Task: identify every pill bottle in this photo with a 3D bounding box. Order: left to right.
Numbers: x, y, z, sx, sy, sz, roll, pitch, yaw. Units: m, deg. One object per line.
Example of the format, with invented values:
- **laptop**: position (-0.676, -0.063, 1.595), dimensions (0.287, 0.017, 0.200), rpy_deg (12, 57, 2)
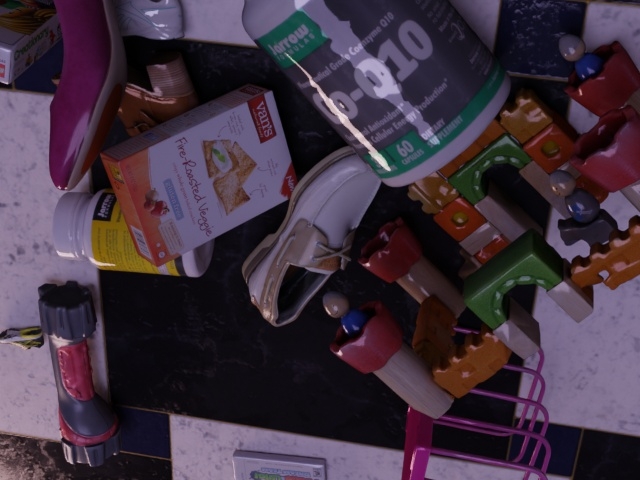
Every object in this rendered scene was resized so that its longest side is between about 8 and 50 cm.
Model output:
- **pill bottle**: position (-0.264, -0.013, 1.503), dimensions (0.208, 0.119, 0.119), rpy_deg (4, 121, 10)
- **pill bottle**: position (0.039, -0.255, 1.241), dimensions (0.204, 0.204, 0.361), rpy_deg (-36, 107, 28)

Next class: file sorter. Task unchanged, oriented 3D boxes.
- **file sorter**: position (0.215, 0.280, 1.476), dimensions (0.182, 0.290, 0.202), rpy_deg (10, 122, 3)

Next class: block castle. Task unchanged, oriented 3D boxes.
- **block castle**: position (0.219, -0.027, 1.280), dimensions (0.213, 0.303, 0.453), rpy_deg (43, 119, -13)

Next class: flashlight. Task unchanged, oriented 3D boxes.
- **flashlight**: position (-0.380, 0.216, 1.682), dimensions (0.103, 0.103, 0.304), rpy_deg (-7, 121, -14)

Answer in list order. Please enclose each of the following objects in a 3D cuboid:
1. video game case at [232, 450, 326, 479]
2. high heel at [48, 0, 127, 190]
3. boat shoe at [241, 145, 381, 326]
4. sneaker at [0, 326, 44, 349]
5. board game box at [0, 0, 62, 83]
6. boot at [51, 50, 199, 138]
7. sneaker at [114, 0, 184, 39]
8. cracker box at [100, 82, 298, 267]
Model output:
- **video game case**: position (-0.066, 0.419, 1.779), dimensions (0.157, 0.019, 0.143), rpy_deg (3, 121, 10)
- **high heel**: position (-0.324, -0.258, 1.304), dimensions (0.181, 0.127, 0.377), rpy_deg (15, 86, -2)
- **boat shoe**: position (0.000, 0.000, 1.441), dimensions (0.113, 0.103, 0.302), rpy_deg (4, 138, -34)
- **sneaker**: position (-0.487, 0.163, 1.711), dimensions (0.083, 0.031, 0.035), rpy_deg (-5, 120, 16)
- **board game box**: position (-0.494, -0.299, 1.339), dimensions (0.305, 0.193, 0.053), rpy_deg (17, 123, 1)
- **boot**: position (-0.260, -0.173, 1.437), dimensions (0.197, 0.073, 0.152), rpy_deg (0, 125, 15)
- **sneaker**: position (-0.251, -0.294, 1.378), dimensions (0.152, 0.053, 0.061), rpy_deg (3, 105, 8)
- **cracker box**: position (-0.151, -0.088, 1.382), dimensions (0.067, 0.232, 0.155), rpy_deg (25, 138, 52)
